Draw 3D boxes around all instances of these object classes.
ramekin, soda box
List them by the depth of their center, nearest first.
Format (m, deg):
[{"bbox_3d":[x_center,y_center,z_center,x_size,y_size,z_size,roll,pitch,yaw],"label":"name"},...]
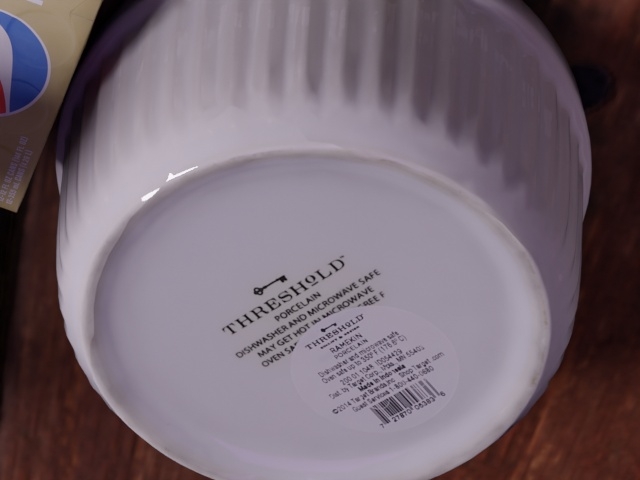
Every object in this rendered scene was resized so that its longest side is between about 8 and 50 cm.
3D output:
[{"bbox_3d":[-0.101,-0.100,0.563,0.061,0.058,0.181,20,127,-13],"label":"soda box"},{"bbox_3d":[0.000,0.000,0.606,0.207,0.109,0.207,1,128,1],"label":"ramekin"}]
